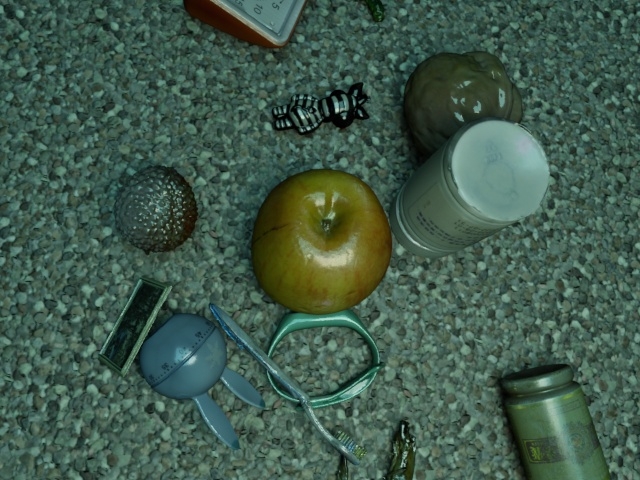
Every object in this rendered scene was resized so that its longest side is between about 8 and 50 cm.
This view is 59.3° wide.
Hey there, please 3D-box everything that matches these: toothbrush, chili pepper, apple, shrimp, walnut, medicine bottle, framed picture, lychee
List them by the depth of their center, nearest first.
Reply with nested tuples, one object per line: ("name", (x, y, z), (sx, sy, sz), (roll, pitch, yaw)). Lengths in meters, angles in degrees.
("framed picture", (-0.354, 0.156, 1.062), (0.011, 0.142, 0.183), (35, 73, -35))
("toothbrush", (-0.069, 0.267, 1.065), (0.413, 0.035, 0.042), (45, 62, 3))
("apple", (0.000, 0.000, 1.072), (0.286, 0.233, 0.286), (4, 64, -7))
("medicine bottle", (0.268, -0.084, 1.091), (0.190, 0.332, 0.189), (3, 76, -11))
("medicine bottle", (0.468, 0.415, 1.097), (0.151, 0.151, 0.322), (-13, 80, -10))
("shrimp", (0.110, 0.452, 1.099), (0.150, 0.051, 0.217), (15, 80, 3))
("lychee", (-0.323, -0.053, 1.101), (0.165, 0.197, 0.165), (23, 37, -19))
("walnut", (0.295, -0.281, 1.185), (0.248, 0.248, 0.248), (2, 78, -7))
("chili pepper", (0.111, -0.565, 1.321), (0.118, 0.035, 0.055), (40, 59, -2))

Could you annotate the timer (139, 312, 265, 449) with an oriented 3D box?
("timer", (-0.235, 0.256, 1.061), (0.175, 0.175, 0.255), (-27, 112, -12))

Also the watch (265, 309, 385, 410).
("watch", (0.008, 0.232, 1.121), (0.237, 0.068, 0.195), (-5, 80, -7))

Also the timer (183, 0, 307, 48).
("timer", (-0.146, -0.572, 1.230), (0.250, 0.161, 0.257), (24, 76, -10))

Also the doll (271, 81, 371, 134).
("doll", (0.004, -0.283, 1.232), (0.219, 0.067, 0.091), (-12, 83, -4))
